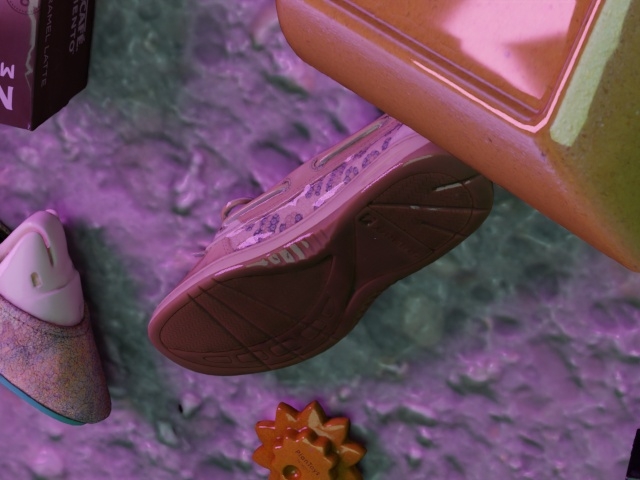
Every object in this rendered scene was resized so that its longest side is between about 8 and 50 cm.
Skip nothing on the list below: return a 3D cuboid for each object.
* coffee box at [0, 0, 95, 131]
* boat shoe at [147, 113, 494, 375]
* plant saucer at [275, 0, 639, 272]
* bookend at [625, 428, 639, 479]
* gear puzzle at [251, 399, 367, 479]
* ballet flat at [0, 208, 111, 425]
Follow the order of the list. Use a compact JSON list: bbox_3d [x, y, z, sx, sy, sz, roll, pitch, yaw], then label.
[{"bbox_3d":[-0.282,-0.177,1.235,0.246,0.098,0.141,14,115,11],"label":"coffee box"},{"bbox_3d":[0.000,0.000,1.240,0.285,0.089,0.104,-31,126,28],"label":"boat shoe"},{"bbox_3d":[0.111,-0.198,0.989,0.332,0.081,0.333,36,111,41],"label":"plant saucer"},{"bbox_3d":[0.287,0.218,1.238,0.156,0.072,0.157,3,112,15],"label":"bookend"},{"bbox_3d":[-0.002,0.275,1.366,0.175,0.044,0.339,7,113,14],"label":"gear puzzle"},{"bbox_3d":[-0.248,-0.001,1.299,0.316,0.107,0.106,42,110,-4],"label":"ballet flat"}]
